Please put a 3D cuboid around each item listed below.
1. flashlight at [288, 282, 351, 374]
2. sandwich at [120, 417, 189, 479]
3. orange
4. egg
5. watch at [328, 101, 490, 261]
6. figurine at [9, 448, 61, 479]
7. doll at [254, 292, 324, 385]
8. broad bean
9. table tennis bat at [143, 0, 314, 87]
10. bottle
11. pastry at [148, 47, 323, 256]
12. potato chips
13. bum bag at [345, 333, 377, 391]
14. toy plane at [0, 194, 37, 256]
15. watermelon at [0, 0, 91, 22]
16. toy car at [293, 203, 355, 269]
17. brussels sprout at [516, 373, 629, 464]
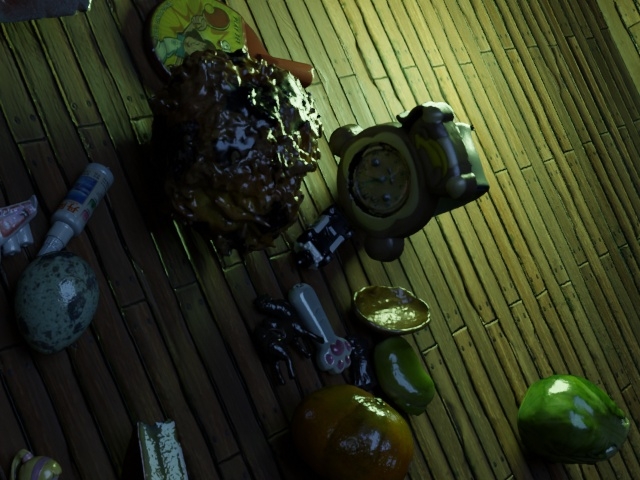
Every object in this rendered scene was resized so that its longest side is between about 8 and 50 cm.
[{"bbox_3d":[-0.001,0.177,1.985,0.093,0.047,0.200,-30,92,-46],"label":"flashlight"},{"bbox_3d":[-0.263,0.425,1.596,0.094,0.096,0.257,-1,73,-36],"label":"sandwich"},{"bbox_3d":[0.063,0.366,1.828,0.240,0.240,0.171,25,97,-32],"label":"orange"},{"bbox_3d":[-0.427,0.100,1.571,0.132,0.132,0.172,23,64,-33],"label":"egg"},{"bbox_3d":[0.230,-0.142,2.136,0.327,0.335,0.314,-9,77,-54],"label":"watch"},{"bbox_3d":[-0.430,0.410,1.478,0.083,0.083,0.187,-4,86,-43],"label":"figurine"},{"bbox_3d":[-0.078,0.181,1.909,0.165,0.057,0.139,49,47,-1],"label":"doll"},{"bbox_3d":[0.172,0.290,2.075,0.174,0.082,0.124,53,41,4],"label":"broad bean"},{"bbox_3d":[-0.191,-0.390,2.084,0.415,0.051,0.268,7,66,-37],"label":"table tennis bat"},{"bbox_3d":[-0.428,-0.044,1.690,0.060,0.060,0.217,40,48,-22],"label":"bottle"},{"bbox_3d":[-0.166,-0.188,1.833,0.337,0.292,0.405,38,45,-22],"label":"pastry"},{"bbox_3d":[0.151,0.157,2.119,0.202,0.049,0.150,-17,56,-44],"label":"potato chips"},{"bbox_3d":[0.085,0.255,2.036,0.058,0.034,0.124,1,69,-28],"label":"bum bag"},{"bbox_3d":[-0.564,-0.040,1.526,0.252,0.118,0.252,17,63,-36],"label":"toy plane"},{"bbox_3d":[-0.511,-0.506,1.736,0.310,0.232,0.193,-57,146,-59],"label":"watermelon"},{"bbox_3d":[0.000,0.000,2.053,0.080,0.070,0.170,52,43,-11],"label":"toy car"},{"bbox_3d":[0.593,0.427,2.284,0.271,0.219,0.210,24,58,-14],"label":"brussels sprout"}]
